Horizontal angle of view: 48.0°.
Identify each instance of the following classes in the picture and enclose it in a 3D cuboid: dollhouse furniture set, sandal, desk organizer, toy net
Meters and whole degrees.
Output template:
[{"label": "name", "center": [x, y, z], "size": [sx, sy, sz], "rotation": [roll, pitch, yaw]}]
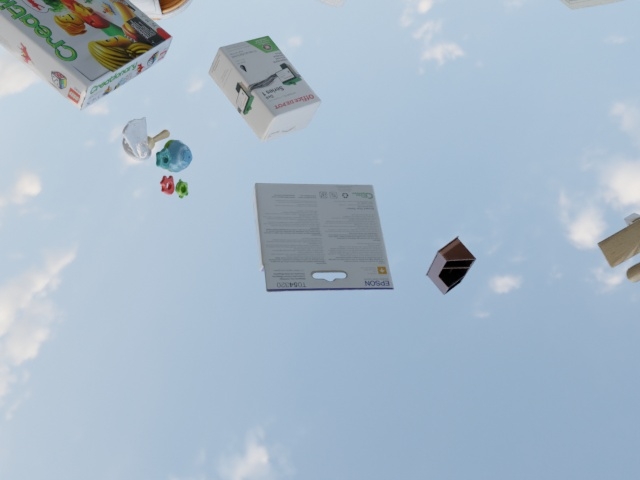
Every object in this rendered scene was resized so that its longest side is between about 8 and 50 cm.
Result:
[{"label": "dollhouse furniture set", "center": [0.622, 0.022, 1.444], "size": [0.123, 0.144, 0.151], "rotation": [-31, -173, 8]}, {"label": "sandal", "center": [-0.337, -0.425, 1.188], "size": [0.265, 0.076, 0.102], "rotation": [0, -98, 4]}, {"label": "desk organizer", "center": [0.225, 0.046, 1.248], "size": [0.047, 0.130, 0.050], "rotation": [-35, -107, -13]}, {"label": "toy net", "center": [-0.325, -0.162, 1.396], "size": [0.045, 0.232, 0.122], "rotation": [8, -98, 25]}]

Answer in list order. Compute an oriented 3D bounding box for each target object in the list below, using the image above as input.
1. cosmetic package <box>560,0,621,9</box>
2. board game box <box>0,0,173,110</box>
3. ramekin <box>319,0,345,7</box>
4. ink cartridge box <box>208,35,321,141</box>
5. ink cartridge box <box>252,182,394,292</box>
[{"label": "cosmetic package", "center": [0.402, -0.489, 1.134], "size": [0.153, 0.296, 0.129], "rotation": [2, -97, 43]}, {"label": "board game box", "center": [-0.384, -0.331, 1.002], "size": [0.053, 0.305, 0.193], "rotation": [-49, -178, 44]}, {"label": "ramekin", "center": [0.048, -0.758, 1.910], "size": [0.277, 0.135, 0.277], "rotation": [-157, -90, -82]}, {"label": "ink cartridge box", "center": [-0.127, -0.353, 1.665], "size": [0.160, 0.219, 0.093], "rotation": [-28, 164, -40]}, {"label": "ink cartridge box", "center": [0.000, 0.000, 1.827], "size": [0.323, 0.071, 0.330], "rotation": [1, -122, -13]}]
